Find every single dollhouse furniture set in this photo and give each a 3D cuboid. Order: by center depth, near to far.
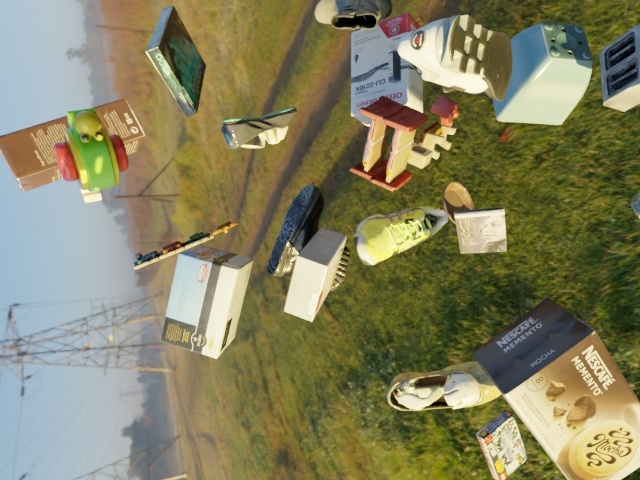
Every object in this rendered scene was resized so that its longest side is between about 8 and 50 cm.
[{"bbox_3d":[0.260,-0.321,1.282,0.152,0.374,0.202,31,136,24],"label":"dollhouse furniture set"}]

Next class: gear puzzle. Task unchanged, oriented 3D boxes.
[{"bbox_3d":[-0.424,0.002,1.396,0.175,0.338,0.044,-176,63,-77],"label":"gear puzzle"}]

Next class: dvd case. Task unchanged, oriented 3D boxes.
[{"bbox_3d":[0.577,-0.030,1.584,0.221,0.164,0.018,64,-149,-43],"label":"dvd case"}]

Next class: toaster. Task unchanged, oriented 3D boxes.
[{"bbox_3d":[0.854,-0.463,1.185,0.185,0.110,0.168,143,130,-73],"label":"toaster"}]

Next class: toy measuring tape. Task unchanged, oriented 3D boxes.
[{"bbox_3d":[-0.429,-0.120,0.835,0.330,0.121,0.122,-46,52,56],"label":"toy measuring tape"}]

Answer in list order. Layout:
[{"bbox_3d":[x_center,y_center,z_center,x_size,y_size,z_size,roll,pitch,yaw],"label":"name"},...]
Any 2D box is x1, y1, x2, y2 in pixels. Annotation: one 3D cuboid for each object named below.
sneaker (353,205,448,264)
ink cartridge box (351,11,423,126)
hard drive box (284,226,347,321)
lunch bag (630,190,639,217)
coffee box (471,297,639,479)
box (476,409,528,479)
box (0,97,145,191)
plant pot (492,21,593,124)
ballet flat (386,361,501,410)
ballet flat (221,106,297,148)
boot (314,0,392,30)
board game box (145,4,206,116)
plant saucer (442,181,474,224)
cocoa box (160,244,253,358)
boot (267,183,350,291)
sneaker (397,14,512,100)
[{"bbox_3d":[0.251,-0.039,1.369,0.147,0.384,0.145,-20,95,49],"label":"sneaker"},{"bbox_3d":[0.201,-0.509,1.342,0.196,0.114,0.273,-3,84,35],"label":"ink cartridge box"},{"bbox_3d":[-0.011,0.090,1.270,0.232,0.089,0.181,-52,-21,-62],"label":"hard drive box"},{"bbox_3d":[0.757,-0.095,0.818,0.235,0.286,0.169,-47,37,41],"label":"lunch bag"},{"bbox_3d":[0.418,0.269,0.747,0.297,0.168,0.119,51,-174,-18],"label":"coffee box"},{"bbox_3d":[0.412,0.466,0.996,0.137,0.093,0.027,65,162,-17],"label":"box"},{"bbox_3d":[-0.769,-0.298,1.378,0.191,0.381,0.143,-11,108,59],"label":"box"},{"bbox_3d":[0.736,-0.565,1.455,0.252,0.246,0.248,106,164,-68],"label":"plant pot"},{"bbox_3d":[0.331,0.410,1.199,0.348,0.123,0.124,-20,73,37],"label":"ballet flat"},{"bbox_3d":[-0.121,-0.232,0.925,0.074,0.203,0.074,20,123,34],"label":"ballet flat"},{"bbox_3d":[0.066,-0.633,1.226,0.246,0.161,0.084,11,132,27],"label":"boot"},{"bbox_3d":[-0.255,-0.328,0.798,0.126,0.026,0.186,64,-167,-46],"label":"board game box"},{"bbox_3d":[0.572,-0.148,1.856,0.036,0.198,0.199,-20,75,51],"label":"plant saucer"},{"bbox_3d":[-0.424,0.218,1.665,0.231,0.227,0.348,-52,-23,-81],"label":"cocoa box"},{"bbox_3d":[-0.001,-0.001,1.471,0.348,0.259,0.131,-64,26,23],"label":"boot"},{"bbox_3d":[0.282,-0.369,0.899,0.146,0.330,0.123,17,100,42],"label":"sneaker"}]
